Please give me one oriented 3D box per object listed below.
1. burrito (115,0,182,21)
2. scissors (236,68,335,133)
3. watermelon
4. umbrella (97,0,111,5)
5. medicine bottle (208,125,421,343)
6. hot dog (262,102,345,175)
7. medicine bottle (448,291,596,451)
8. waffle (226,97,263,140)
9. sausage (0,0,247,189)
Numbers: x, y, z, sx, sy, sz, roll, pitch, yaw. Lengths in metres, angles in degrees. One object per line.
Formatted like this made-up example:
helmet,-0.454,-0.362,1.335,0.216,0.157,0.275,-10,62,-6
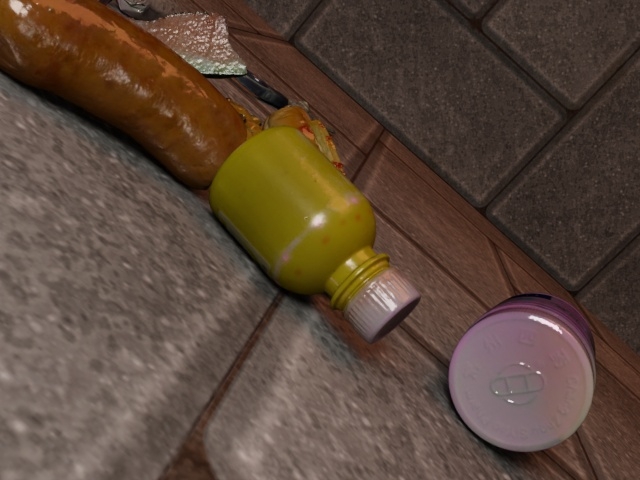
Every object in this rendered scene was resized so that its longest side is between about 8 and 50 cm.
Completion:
burrito,-0.280,-0.393,1.214,0.064,0.064,0.203,43,14,5
scissors,-0.043,-0.265,1.517,0.256,0.029,0.383,45,14,8
watermelon,-0.179,-0.244,0.920,0.155,0.080,0.101,-2,3,-15
umbrella,-0.302,-0.305,0.847,0.094,0.090,0.326,59,5,-30
medicine bottle,0.000,0.000,0.693,0.212,0.122,0.122,47,16,17
hot dog,0.001,-0.057,0.829,0.104,0.076,0.250,31,38,-61
medicine bottle,0.245,0.144,0.852,0.152,0.152,0.254,46,14,14
waffle,-0.126,-0.133,0.894,0.245,0.052,0.254,39,16,-6
sausage,-0.189,-0.151,0.670,0.270,0.109,0.109,30,19,-33
